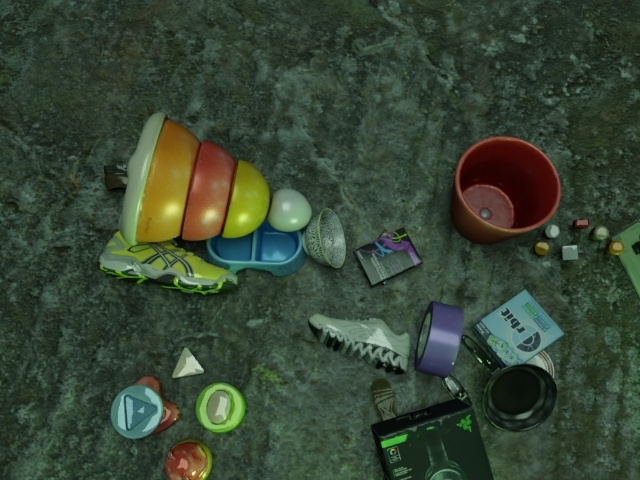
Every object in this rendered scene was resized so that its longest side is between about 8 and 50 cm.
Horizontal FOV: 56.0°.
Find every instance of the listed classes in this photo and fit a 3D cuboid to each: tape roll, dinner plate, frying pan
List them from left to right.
[{"bbox_3d":[0.307,0.257,1.570,0.080,0.189,0.189,15,73,4],"label":"tape roll"},{"bbox_3d":[0.457,0.378,1.557,0.326,0.053,0.197,24,102,-8],"label":"frying pan"},{"bbox_3d":[0.562,0.352,1.635,0.141,0.017,0.141,0,72,0],"label":"dinner plate"}]

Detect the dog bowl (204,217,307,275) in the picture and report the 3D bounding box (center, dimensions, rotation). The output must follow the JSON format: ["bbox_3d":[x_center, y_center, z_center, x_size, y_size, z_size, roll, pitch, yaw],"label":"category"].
[{"bbox_3d":[-0.183,0.009,1.699,0.297,0.074,0.166,3,72,-1],"label":"dog bowl"}]

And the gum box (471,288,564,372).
[{"bbox_3d":[0.535,0.248,1.640,0.184,0.041,0.157,-32,66,-10],"label":"gum box"}]

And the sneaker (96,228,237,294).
[{"bbox_3d":[-0.411,0.055,1.645,0.385,0.145,0.147,13,73,1],"label":"sneaker"}]

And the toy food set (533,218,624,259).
[{"bbox_3d":[0.731,-0.001,1.724,0.232,0.104,0.111,-5,86,16],"label":"toy food set"}]

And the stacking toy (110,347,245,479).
[{"bbox_3d":[-0.358,0.441,1.532,0.309,0.130,0.279,40,76,10],"label":"stacking toy"}]

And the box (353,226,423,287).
[{"bbox_3d":[0.188,0.047,1.687,0.162,0.029,0.116,-26,75,-8],"label":"box"}]

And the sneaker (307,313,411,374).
[{"bbox_3d":[0.107,0.255,1.619,0.292,0.110,0.118,24,66,-2],"label":"sneaker"}]

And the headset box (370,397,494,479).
[{"bbox_3d":[0.279,0.548,1.480,0.246,0.131,0.283,-14,87,-6],"label":"headset box"}]

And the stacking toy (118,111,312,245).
[{"bbox_3d":[-0.258,-0.111,1.589,0.480,0.350,0.350,14,72,-13],"label":"stacking toy"}]

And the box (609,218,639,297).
[{"bbox_3d":[0.933,0.084,1.648,0.087,0.169,0.290,-17,72,-9],"label":"box"}]

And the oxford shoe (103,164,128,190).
[{"bbox_3d":[-0.512,-0.172,1.757,0.227,0.083,0.096,-1,91,-1],"label":"oxford shoe"}]

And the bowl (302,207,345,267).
[{"bbox_3d":[0.000,0.000,1.678,0.080,0.170,0.170,-11,71,23],"label":"bowl"}]

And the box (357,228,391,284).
[{"bbox_3d":[0.182,0.047,1.717,0.094,0.027,0.137,37,75,8],"label":"box"}]

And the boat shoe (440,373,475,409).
[{"bbox_3d":[0.368,0.404,1.603,0.046,0.038,0.125,-32,76,-10],"label":"boat shoe"}]

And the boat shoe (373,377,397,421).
[{"bbox_3d":[0.176,0.442,1.591,0.056,0.048,0.153,-18,68,-1],"label":"boat shoe"}]

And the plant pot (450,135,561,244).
[{"bbox_3d":[0.481,-0.112,1.660,0.275,0.243,0.275,0,72,-1],"label":"plant pot"}]
